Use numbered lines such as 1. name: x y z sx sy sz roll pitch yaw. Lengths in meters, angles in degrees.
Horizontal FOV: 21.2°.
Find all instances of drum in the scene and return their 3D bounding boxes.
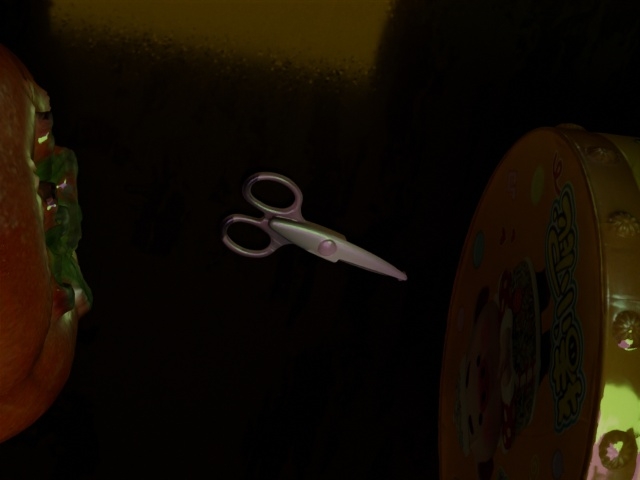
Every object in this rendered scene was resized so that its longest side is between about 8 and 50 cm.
1. drum: 0.253 0.120 1.399 0.214 0.431 0.431 8 118 -11

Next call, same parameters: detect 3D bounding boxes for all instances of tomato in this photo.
1. tomato: -0.323 -0.006 1.290 0.272 0.341 0.341 -5 121 -1

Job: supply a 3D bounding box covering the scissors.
1. scissors: 0.000 0.000 1.518 0.176 0.022 0.085 23 113 -18
